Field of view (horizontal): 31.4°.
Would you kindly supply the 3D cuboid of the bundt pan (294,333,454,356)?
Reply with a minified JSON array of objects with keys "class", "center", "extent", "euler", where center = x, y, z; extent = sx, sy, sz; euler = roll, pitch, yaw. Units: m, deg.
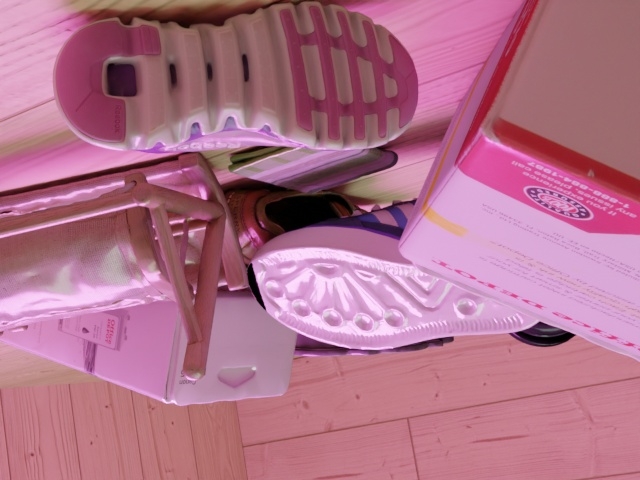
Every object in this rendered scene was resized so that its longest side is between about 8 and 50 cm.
[{"class":"bundt pan","center":[0.024,0.083,1.609],"extent":[0.331,0.124,0.331],"euler":[-1,-177,0]}]

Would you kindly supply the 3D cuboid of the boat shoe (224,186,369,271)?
[{"class":"boat shoe","center":[0.000,0.000,1.276],"extent":[0.104,0.110,0.307],"euler":[-16,169,38]}]

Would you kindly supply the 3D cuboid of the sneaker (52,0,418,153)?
[{"class":"sneaker","center":[-0.056,-0.099,0.750],"extent":[0.237,0.095,0.104],"euler":[-2,175,-14]}]

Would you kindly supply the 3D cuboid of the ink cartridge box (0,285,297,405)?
[{"class":"ink cartridge box","center":[-0.192,0.091,1.302],"extent":[0.283,0.117,0.207],"euler":[13,-175,37]}]

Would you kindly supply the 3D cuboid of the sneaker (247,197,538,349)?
[{"class":"sneaker","center":[0.112,-0.005,1.171],"extent":[0.323,0.130,0.236],"euler":[-2,-150,25]}]

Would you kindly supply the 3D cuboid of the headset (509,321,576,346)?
[{"class":"headset","center":[0.253,0.022,1.394],"extent":[0.394,0.185,0.243],"euler":[-11,159,21]}]

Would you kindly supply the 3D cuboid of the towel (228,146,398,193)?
[{"class":"towel","center":[-0.004,-0.079,1.101],"extent":[0.113,0.023,0.152],"euler":[-17,166,27]}]

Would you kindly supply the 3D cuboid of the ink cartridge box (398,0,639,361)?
[{"class":"ink cartridge box","center":[0.230,-0.037,0.829],"extent":[0.279,0.160,0.384],"euler":[23,168,0]}]

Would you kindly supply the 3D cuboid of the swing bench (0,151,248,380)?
[{"class":"swing bench","center":[-0.220,0.025,1.016],"extent":[0.253,0.165,0.254],"euler":[-12,-166,8]}]
